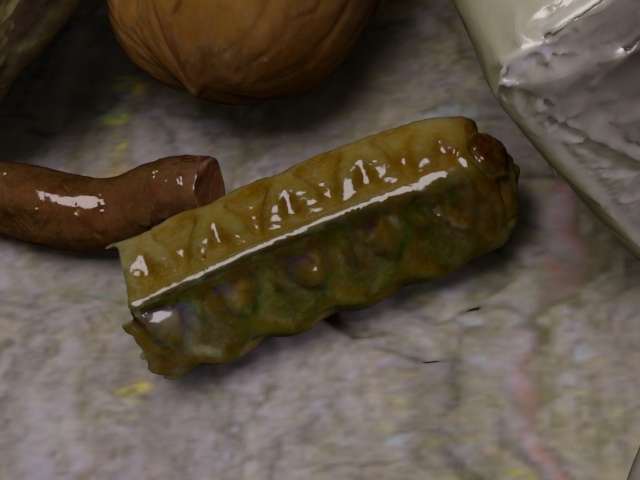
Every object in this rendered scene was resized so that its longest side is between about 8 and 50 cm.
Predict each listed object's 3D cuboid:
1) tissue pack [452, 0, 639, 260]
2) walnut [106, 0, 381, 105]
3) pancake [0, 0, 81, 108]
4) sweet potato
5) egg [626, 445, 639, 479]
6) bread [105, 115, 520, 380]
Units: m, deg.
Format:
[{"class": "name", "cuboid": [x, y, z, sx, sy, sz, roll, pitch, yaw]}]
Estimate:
[{"class": "tissue pack", "cuboid": [0.174, -0.200, 0.970, 0.207, 0.297, 0.380, -31, 51, 15]}, {"class": "walnut", "cuboid": [-0.048, -0.195, 1.124, 0.195, 0.195, 0.222, 9, 66, 24]}, {"class": "pancake", "cuboid": [-0.210, -0.210, 1.189, 0.294, 0.049, 0.294, -48, 28, 35]}, {"class": "sweet potato", "cuboid": [-0.197, -0.025, 1.142, 0.281, 0.067, 0.059, -1, 19, 25]}, {"class": "egg", "cuboid": [0.228, 0.145, 0.825, 0.151, 0.151, 0.209, 3, 51, 21]}, {"class": "bread", "cuboid": [0.000, 0.001, 1.037, 0.269, 0.087, 0.098, -21, 53, 4]}]
